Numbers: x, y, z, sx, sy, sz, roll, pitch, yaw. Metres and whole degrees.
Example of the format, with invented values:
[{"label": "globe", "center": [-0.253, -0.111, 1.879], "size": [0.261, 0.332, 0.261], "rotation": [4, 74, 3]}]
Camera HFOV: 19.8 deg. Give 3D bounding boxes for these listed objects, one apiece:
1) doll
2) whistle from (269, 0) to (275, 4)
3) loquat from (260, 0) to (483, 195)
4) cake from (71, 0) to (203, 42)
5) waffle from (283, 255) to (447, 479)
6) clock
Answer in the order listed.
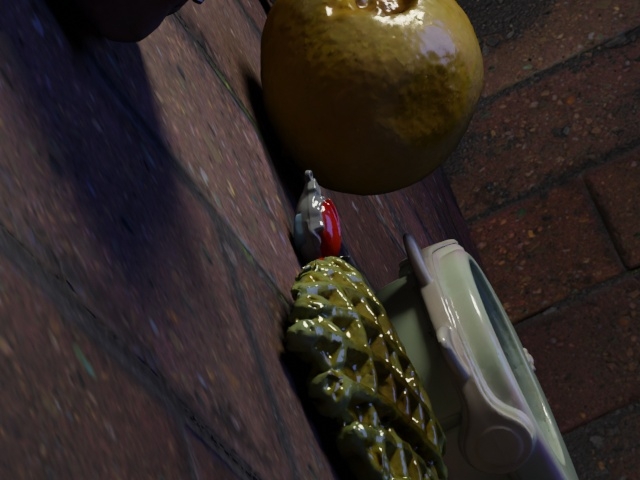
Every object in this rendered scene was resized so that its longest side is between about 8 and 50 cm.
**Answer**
[{"label": "doll", "center": [-0.001, 0.000, 1.453], "size": [0.057, 0.039, 0.114], "rotation": [-2, 75, -50]}, {"label": "whistle", "center": [-0.008, -0.252, 2.038], "size": [0.223, 0.123, 0.123], "rotation": [21, 41, -48]}, {"label": "loquat", "center": [0.044, -0.138, 1.605], "size": [0.213, 0.213, 0.213], "rotation": [63, 8, -16]}, {"label": "cake", "center": [-0.093, -0.298, 1.071], "size": [0.309, 0.237, 0.230], "rotation": [61, 5, -13]}, {"label": "waffle", "center": [0.035, 0.110, 1.292], "size": [0.214, 0.054, 0.207], "rotation": [-69, 137, -71]}, {"label": "clock", "center": [0.136, 0.134, 1.694], "size": [0.324, 0.109, 0.265], "rotation": [56, 13, -46]}]
